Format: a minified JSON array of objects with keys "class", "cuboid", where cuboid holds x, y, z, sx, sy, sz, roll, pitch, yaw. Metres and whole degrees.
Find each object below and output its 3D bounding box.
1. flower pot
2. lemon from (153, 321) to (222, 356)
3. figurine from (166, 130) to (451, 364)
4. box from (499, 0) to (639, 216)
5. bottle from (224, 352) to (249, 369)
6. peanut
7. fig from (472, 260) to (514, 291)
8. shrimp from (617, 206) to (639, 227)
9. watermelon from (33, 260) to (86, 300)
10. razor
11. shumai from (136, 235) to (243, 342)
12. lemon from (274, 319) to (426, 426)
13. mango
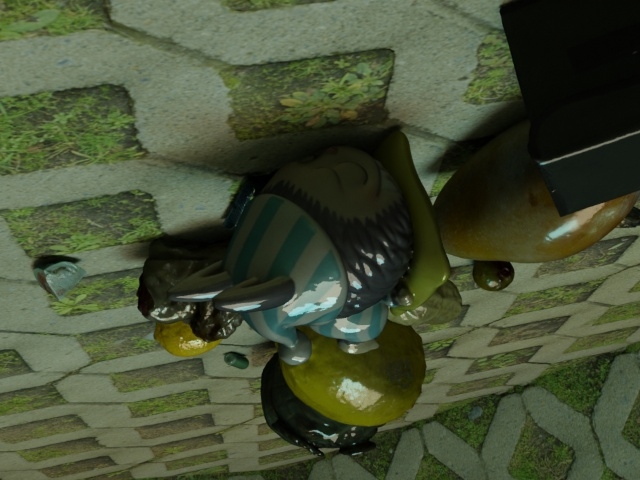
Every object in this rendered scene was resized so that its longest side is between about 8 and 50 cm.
[{"class":"flower pot","cuboid":[0.015,0.351,2.545,0.302,0.301,0.213,-6,166,-21]},{"class":"lemon","cuboid":[-0.236,0.158,2.102,0.155,0.114,0.114,-16,163,-17]},{"class":"figurine","cuboid":[-0.051,0.034,1.607,0.378,0.266,0.361,-8,144,-24]},{"class":"box","cuboid":[0.413,-0.202,1.378,0.345,0.204,0.251,-19,162,13]},{"class":"bottle","cuboid":[-0.195,0.279,2.611,0.030,0.030,0.083,-19,160,16]},{"class":"peanut","cuboid":[0.206,0.120,2.292,0.124,0.123,0.257,-26,156,32]},{"class":"fig","cuboid":[0.347,0.068,2.333,0.084,0.082,0.098,-43,-162,-33]},{"class":"shrimp","cuboid":[0.512,-0.064,2.078,0.317,0.062,0.164,4,155,-32]},{"class":"watermelon","cuboid":[-0.417,0.064,1.775,0.085,0.061,0.085,-15,171,-2]},{"class":"razor","cuboid":[-0.115,-0.060,1.696,0.066,0.033,0.190,-49,-178,-28]},{"class":"shumai","cuboid":[-0.196,0.051,1.832,0.185,0.218,0.184,38,127,-12]},{"class":"lemon","cuboid":[0.060,0.244,2.327,0.316,0.285,0.285,16,159,0]},{"class":"mango","cuboid":[0.315,-0.069,1.671,0.199,0.221,0.384,21,146,-36]}]
